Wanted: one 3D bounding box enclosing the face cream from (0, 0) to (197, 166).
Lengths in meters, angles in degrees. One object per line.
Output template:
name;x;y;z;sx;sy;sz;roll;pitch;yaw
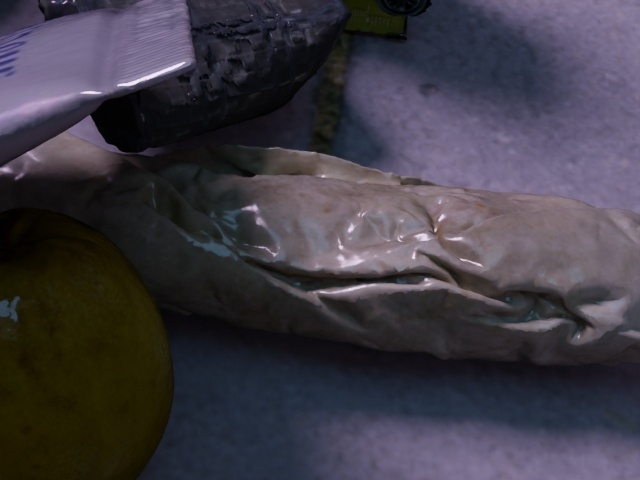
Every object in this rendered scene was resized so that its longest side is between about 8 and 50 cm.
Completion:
face cream;-0.242;-0.002;0.593;0.420;0.137;0.235;-25;16;1

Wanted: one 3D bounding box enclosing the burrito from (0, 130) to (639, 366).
burrito;0.000;0.000;0.741;0.392;0.076;0.117;7;50;-3

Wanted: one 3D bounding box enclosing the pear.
pear;-0.141;0.059;0.629;0.148;0.162;0.149;4;42;-4

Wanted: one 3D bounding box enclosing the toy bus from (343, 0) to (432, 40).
toy bus;0.026;-0.212;0.842;0.101;0.175;0.088;7;53;0

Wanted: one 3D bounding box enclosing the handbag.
handbag;-0.100;-0.168;0.786;0.175;0.088;0.270;-9;65;-45
